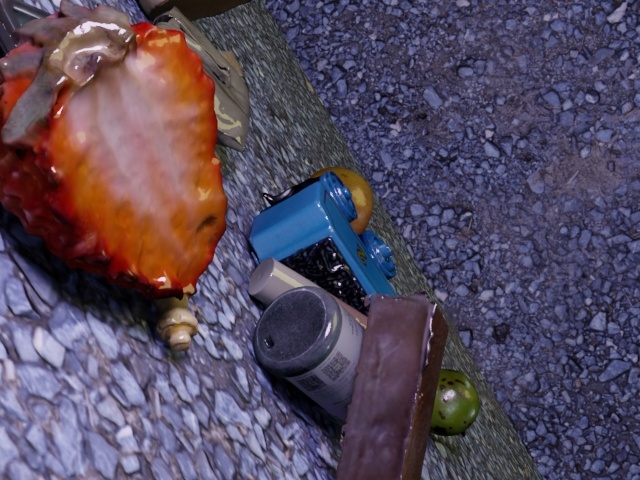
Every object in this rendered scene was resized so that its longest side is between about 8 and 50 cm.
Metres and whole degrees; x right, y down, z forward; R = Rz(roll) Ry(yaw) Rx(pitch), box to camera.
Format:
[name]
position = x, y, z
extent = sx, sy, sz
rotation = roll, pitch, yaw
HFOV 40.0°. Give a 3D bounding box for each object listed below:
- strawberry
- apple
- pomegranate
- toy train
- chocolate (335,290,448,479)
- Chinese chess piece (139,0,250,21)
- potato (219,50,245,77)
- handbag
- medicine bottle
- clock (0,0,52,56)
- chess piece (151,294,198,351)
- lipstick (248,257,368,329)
[strawberry]
position = -0.224, -0.078, 0.925
extent = 0.265, 0.149, 0.336
rotation = -62, 145, -36
[apple]
position = 0.034, -0.081, 1.997
extent = 0.155, 0.182, 0.182
rotation = 23, 23, -15
[pomegranate]
position = 0.242, 0.339, 1.902
extent = 0.220, 0.156, 0.156
rotation = 22, 22, -12
[toy train]
position = 0.010, 0.033, 1.574
extent = 0.300, 0.188, 0.265
rotation = 55, 17, -22
[chocolate]
position = 0.107, 0.236, 1.234
extent = 0.112, 0.112, 0.321
rotation = 37, 60, -57
[Chinese chess piece]
position = -0.239, -0.517, 1.745
extent = 0.257, 0.257, 0.104
rotation = -33, 107, -78
[potato]
position = -0.219, -0.382, 1.967
extent = 0.086, 0.061, 0.122
rotation = 60, 12, -5
[handbag]
position = -0.225, -0.296, 1.614
extent = 0.253, 0.109, 0.315
rotation = 49, 15, -21
[medicine bottle]
position = 0.031, 0.196, 1.334
extent = 0.293, 0.141, 0.141
rotation = 47, 17, -43
[clock]
position = -0.297, -0.167, 1.131
extent = 0.273, 0.049, 0.279
rotation = 61, 12, 7
[chess piece]
position = -0.179, 0.058, 1.043
extent = 0.060, 0.060, 0.172
rotation = 45, 20, -49
[lipstick]
position = 0.003, 0.118, 1.422
extent = 0.254, 0.070, 0.070
rotation = 33, 22, -25
